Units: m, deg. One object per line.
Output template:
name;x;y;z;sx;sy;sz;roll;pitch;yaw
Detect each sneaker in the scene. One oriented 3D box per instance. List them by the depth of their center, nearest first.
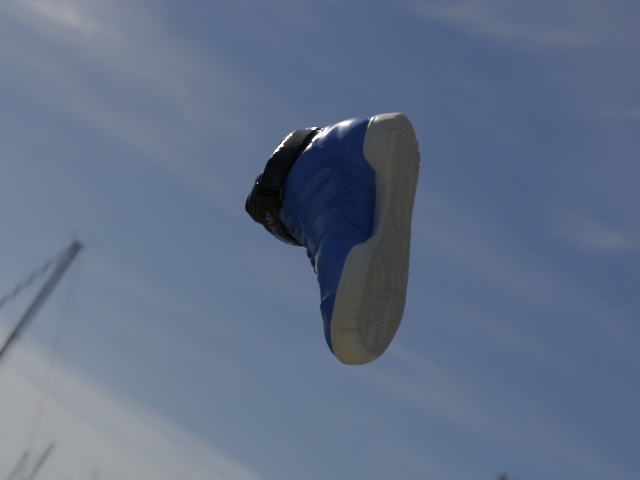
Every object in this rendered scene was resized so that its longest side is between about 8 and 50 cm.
sneaker;0.000;0.000;0.934;0.084;0.152;0.058;-5;-33;23
